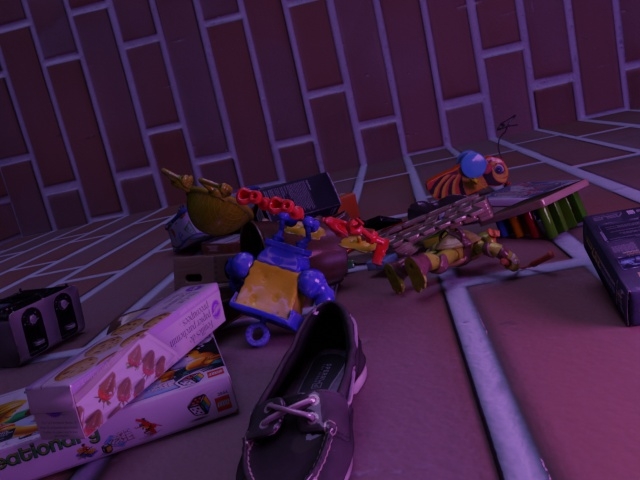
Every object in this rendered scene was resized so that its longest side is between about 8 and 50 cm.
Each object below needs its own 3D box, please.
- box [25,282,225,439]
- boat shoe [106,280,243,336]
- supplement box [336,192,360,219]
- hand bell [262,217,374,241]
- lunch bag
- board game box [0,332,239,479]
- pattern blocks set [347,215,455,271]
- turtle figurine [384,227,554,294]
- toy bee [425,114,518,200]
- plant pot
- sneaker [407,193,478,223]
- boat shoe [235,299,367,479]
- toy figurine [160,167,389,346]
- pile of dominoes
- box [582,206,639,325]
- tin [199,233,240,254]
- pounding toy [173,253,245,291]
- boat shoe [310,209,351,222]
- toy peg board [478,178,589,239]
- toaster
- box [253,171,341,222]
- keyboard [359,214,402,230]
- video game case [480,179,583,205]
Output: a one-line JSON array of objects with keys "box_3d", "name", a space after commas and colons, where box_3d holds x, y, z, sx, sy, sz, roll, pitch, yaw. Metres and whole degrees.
[{"box_3d": [-0.223, 0.136, 0.770, 0.067, 0.063, 0.324, -6, 13, 21], "name": "box"}, {"box_3d": [-0.203, 0.144, 0.978, 0.257, 0.095, 0.095, -20, 47, -40], "name": "boat shoe"}, {"box_3d": [0.020, -0.099, 1.856, 0.080, 0.078, 0.233, -22, 14, -27], "name": "supplement box"}, {"box_3d": [0.000, 0.000, 1.346, 0.242, 0.126, 0.126, -6, 12, 4], "name": "hand bell"}, {"box_3d": [-0.327, -0.063, 1.886, 0.303, 0.115, 0.243, -18, -5, -33], "name": "lunch bag"}, {"box_3d": [-0.268, 0.207, 0.776, 0.305, 0.053, 0.193, -16, 12, -14], "name": "board game box"}, {"box_3d": [0.160, 0.008, 1.303, 0.324, 0.026, 0.285, -24, 11, -38], "name": "pattern blocks set"}, {"box_3d": [0.231, 0.023, 1.027, 0.217, 0.087, 0.269, -18, 13, -26], "name": "turtle figurine"}, {"box_3d": [0.450, -0.181, 1.689, 0.298, 0.162, 0.195, -35, 8, 32], "name": "toy bee"}, {"box_3d": [-0.048, 0.031, 1.140, 0.165, 0.167, 0.167, -10, 10, -24], "name": "plant pot"}, {"box_3d": [0.304, -0.074, 1.465, 0.178, 0.072, 0.077, 4, 3, 31], "name": "sneaker"}, {"box_3d": [-0.017, 0.158, 0.632, 0.112, 0.096, 0.335, -10, 12, 13], "name": "boat shoe"}, {"box_3d": [-0.100, 0.048, 0.934, 0.362, 0.217, 0.191, 15, -7, 17], "name": "toy figurine"}, {"box_3d": [0.222, -0.021, 1.234, 0.251, 0.040, 0.196, -23, 8, 20], "name": "pile of dominoes"}, {"box_3d": [0.474, 0.015, 0.766, 0.232, 0.059, 0.183, -11, 28, 11], "name": "box"}, {"box_3d": [-0.269, 0.011, 1.753, 0.189, 0.040, 0.106, -1, 21, 44], "name": "tin"}, {"box_3d": [-0.222, 0.080, 1.272, 0.141, 0.100, 0.130, -3, 1, 30], "name": "pounding toy"}, {"box_3d": [-0.006, -0.034, 1.598, 0.183, 0.066, 0.066, -17, 12, -21], "name": "boat shoe"}, {"box_3d": [0.434, -0.045, 1.215, 0.161, 0.079, 0.160, -21, -1, -35], "name": "toy peg board"}, {"box_3d": [-0.582, 0.162, 1.182, 0.185, 0.110, 0.168, -7, 13, 25], "name": "toaster"}, {"box_3d": [-0.067, -0.086, 1.667, 0.207, 0.108, 0.153, -17, -19, -18], "name": "box"}, {"box_3d": [0.096, -0.016, 1.416, 0.100, 0.038, 0.192, 6, -16, -33], "name": "keyboard"}, {"box_3d": [0.527, -0.120, 1.549, 0.183, 0.023, 0.201, -21, 14, -35], "name": "video game case"}]
